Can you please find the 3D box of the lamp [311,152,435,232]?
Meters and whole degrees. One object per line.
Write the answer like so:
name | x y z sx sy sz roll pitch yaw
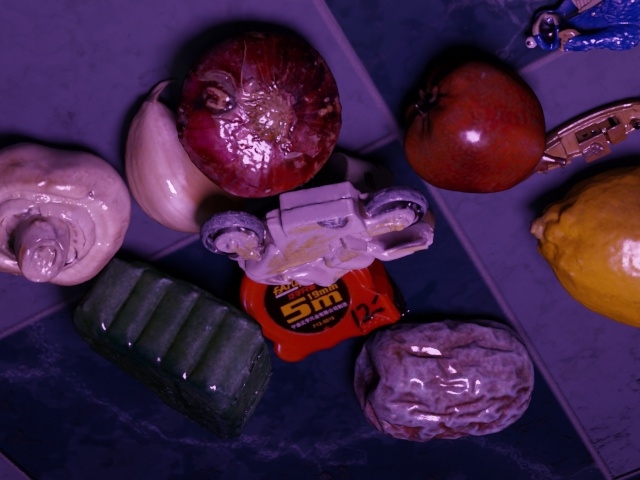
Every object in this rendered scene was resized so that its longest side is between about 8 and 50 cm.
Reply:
lamp | 0.087 -0.060 1.707 0.214 0.121 0.121 27 121 -38

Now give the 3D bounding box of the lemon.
lemon | 0.519 0.011 1.705 0.316 0.285 0.285 -7 130 27

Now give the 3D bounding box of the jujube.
jujube | 0.224 0.248 1.893 0.316 0.226 0.226 -1 127 -10

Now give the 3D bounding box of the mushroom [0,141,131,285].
mushroom | -0.421 -0.022 1.621 0.260 0.234 0.254 -25 128 13

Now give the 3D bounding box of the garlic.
garlic | -0.222 -0.111 1.652 0.164 0.145 0.245 -42 123 -13

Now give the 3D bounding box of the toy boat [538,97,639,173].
toy boat | 0.433 -0.165 1.679 0.206 0.072 0.064 -24 126 15

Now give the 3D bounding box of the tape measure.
tape measure | -0.011 0.072 1.798 0.253 0.114 0.260 -24 121 14

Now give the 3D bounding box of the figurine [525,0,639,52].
figurine | 0.412 -0.352 1.519 0.262 0.120 0.164 -14 103 33

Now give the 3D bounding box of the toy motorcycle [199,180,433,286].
toy motorcycle | 0.000 0.000 1.603 0.340 0.108 0.223 -10 149 5

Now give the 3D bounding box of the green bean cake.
green bean cake | -0.240 0.177 1.790 0.307 0.169 0.300 26 159 10

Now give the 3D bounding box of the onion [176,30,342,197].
onion | -0.090 -0.187 1.550 0.246 0.190 0.246 -6 106 -20

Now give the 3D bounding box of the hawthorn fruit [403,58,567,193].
hawthorn fruit | 0.253 -0.157 1.588 0.248 0.208 0.208 26 121 -12
